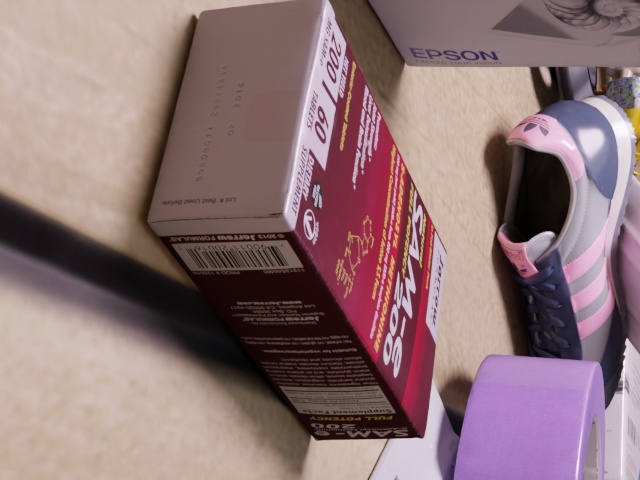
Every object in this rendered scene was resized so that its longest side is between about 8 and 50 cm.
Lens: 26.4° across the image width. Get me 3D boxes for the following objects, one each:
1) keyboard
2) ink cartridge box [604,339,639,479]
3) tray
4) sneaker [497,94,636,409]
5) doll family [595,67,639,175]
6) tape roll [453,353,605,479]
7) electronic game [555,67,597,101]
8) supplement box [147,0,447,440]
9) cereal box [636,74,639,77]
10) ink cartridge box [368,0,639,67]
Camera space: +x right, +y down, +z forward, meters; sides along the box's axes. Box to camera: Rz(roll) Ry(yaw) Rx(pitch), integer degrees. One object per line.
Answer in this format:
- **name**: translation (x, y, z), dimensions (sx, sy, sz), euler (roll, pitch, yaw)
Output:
- **keyboard**: translation (0.052, 0.180, 0.912), dimensions (0.072, 0.014, 0.256), euler (62, 28, -14)
- **ink cartridge box**: translation (0.297, 0.179, 1.459), dimensions (0.148, 0.085, 0.203), euler (52, 40, -56)
- **tray**: translation (0.289, 0.015, 1.321), dimensions (0.270, 0.030, 0.145), euler (-119, -149, -47)
- **sneaker**: translation (0.211, 0.029, 1.274), dimensions (0.131, 0.112, 0.319), euler (-14, 108, -39)
- **doll family**: translation (0.328, -0.100, 1.541), dimensions (0.263, 0.118, 0.163), euler (126, -29, -77)
- **tape roll**: translation (0.167, 0.229, 1.071), dimensions (0.275, 0.090, 0.275), euler (3, 90, -73)
- **electronic game**: translation (0.266, -0.248, 1.472), dimensions (0.229, 0.048, 0.229), euler (-4, 90, -74)
- **supplement box**: translation (0.000, 0.000, 0.725), dimensions (0.239, 0.073, 0.130), euler (59, 35, -53)
- **cereal box**: translation (0.444, -0.257, 1.761), dimensions (0.173, 0.047, 0.240), euler (-160, -102, -73)
- **ink cartridge box**: translation (0.128, -0.178, 0.868), dimensions (0.224, 0.223, 0.045), euler (47, 51, -59)
